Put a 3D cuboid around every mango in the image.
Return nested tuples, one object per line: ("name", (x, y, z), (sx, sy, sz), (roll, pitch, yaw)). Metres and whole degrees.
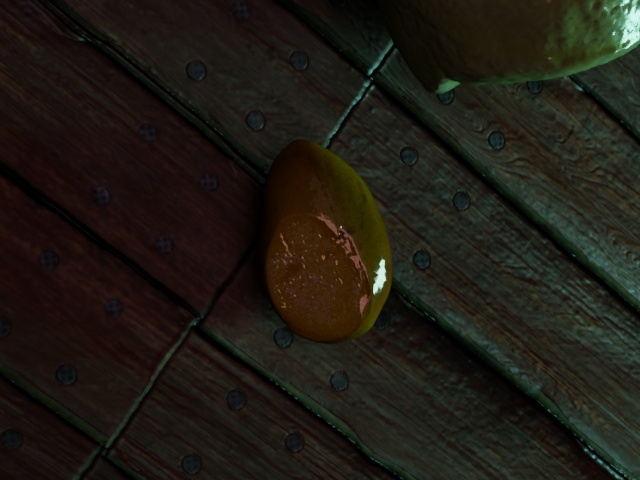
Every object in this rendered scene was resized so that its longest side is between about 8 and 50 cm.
("mango", (0.000, 0.000, 1.480), (0.141, 0.102, 0.217), (-15, 94, 2))

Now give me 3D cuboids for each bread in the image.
("bread", (0.202, -0.295, 1.449), (0.320, 0.320, 0.237), (-33, 122, -19))
